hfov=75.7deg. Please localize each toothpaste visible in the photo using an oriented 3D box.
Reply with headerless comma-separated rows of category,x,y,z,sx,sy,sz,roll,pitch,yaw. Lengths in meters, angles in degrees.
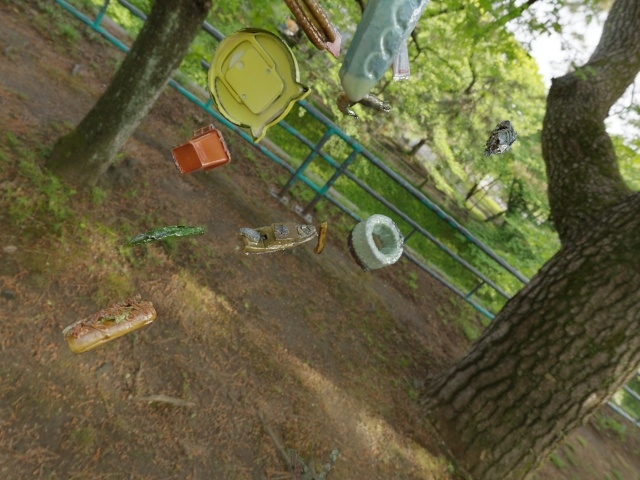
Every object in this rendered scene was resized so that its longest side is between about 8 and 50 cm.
toothpaste,0.277,-0.691,1.458,0.089,0.234,0.057,-22,20,-32

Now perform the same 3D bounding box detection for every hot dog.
hot dog,-0.848,0.324,1.663,0.348,0.117,0.158,-22,32,-36

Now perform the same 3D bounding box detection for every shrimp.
shrimp,0.530,-0.290,1.217,0.233,0.090,0.079,-44,115,-41
shrimp,0.159,-0.517,1.582,0.217,0.150,0.051,9,70,-24

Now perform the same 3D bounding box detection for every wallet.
wallet,0.056,-0.866,1.791,0.020,0.103,0.196,17,13,14

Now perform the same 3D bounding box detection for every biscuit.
biscuit,-0.040,-0.576,1.018,0.220,0.066,0.220,51,16,-20

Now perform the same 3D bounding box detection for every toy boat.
toy boat,-0.144,-0.018,1.485,0.321,0.121,0.089,-8,71,-38
toy boat,0.148,-0.430,0.805,0.123,0.330,0.215,23,25,-10

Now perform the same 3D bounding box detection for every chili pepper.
chili pepper,-0.666,-0.025,1.772,0.084,0.076,0.359,17,18,34

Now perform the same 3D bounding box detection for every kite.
kite,-0.016,0.774,1.284,0.011,0.314,0.335,14,11,-41

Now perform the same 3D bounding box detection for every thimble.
thimble,0.237,0.016,1.778,0.237,0.150,0.237,13,65,-29

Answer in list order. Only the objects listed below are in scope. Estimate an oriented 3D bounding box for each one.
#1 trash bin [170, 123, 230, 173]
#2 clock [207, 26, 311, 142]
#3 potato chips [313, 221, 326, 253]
trash bin,-0.519,-0.388,1.770,0.239,0.161,0.185,-52,124,-65
clock,-0.191,-0.466,1.215,0.294,0.277,0.071,58,18,-1
potato chips,0.000,0.000,1.332,0.026,0.204,0.037,-7,66,-10
